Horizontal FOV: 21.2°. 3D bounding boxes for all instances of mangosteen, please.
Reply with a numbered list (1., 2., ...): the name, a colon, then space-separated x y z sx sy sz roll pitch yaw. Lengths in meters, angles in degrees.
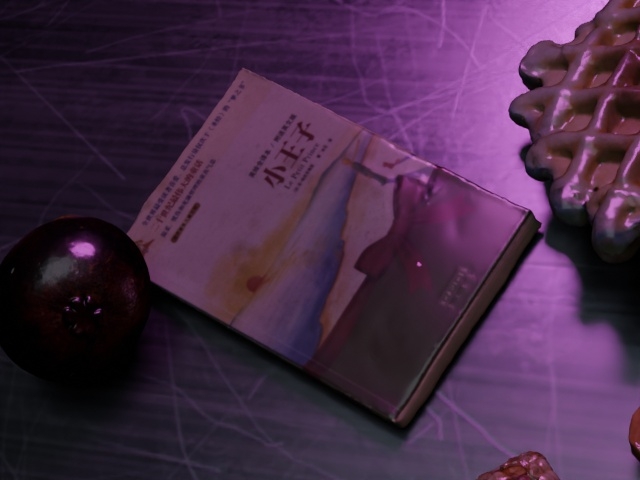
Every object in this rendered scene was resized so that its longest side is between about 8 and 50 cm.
1. mangosteen: -0.194 0.040 1.317 0.140 0.140 0.140 -7 61 13

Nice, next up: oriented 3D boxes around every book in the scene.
1. book: 0.000 0.000 1.325 0.289 0.026 0.201 27 75 26

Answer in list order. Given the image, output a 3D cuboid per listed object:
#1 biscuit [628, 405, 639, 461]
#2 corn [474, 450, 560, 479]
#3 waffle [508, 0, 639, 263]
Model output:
1. biscuit: 0.342 0.228 1.088 0.269 0.051 0.376 -42 59 -8
2. corn: 0.156 0.266 1.098 0.098 0.098 0.289 -19 59 6
3. waffle: 0.282 -0.113 1.233 0.292 0.056 0.309 -32 38 7
